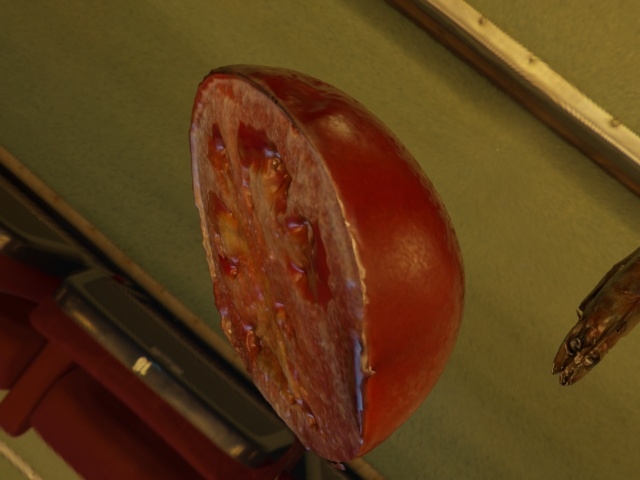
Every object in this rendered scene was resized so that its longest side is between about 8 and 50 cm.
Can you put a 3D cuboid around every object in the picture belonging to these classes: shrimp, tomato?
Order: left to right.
[{"bbox_3d":[0.010,0.002,0.651,0.144,0.338,0.338,-18,93,-25],"label":"tomato"},{"bbox_3d":[0.338,0.072,0.911,0.296,0.169,0.058,-39,81,-23],"label":"shrimp"}]
